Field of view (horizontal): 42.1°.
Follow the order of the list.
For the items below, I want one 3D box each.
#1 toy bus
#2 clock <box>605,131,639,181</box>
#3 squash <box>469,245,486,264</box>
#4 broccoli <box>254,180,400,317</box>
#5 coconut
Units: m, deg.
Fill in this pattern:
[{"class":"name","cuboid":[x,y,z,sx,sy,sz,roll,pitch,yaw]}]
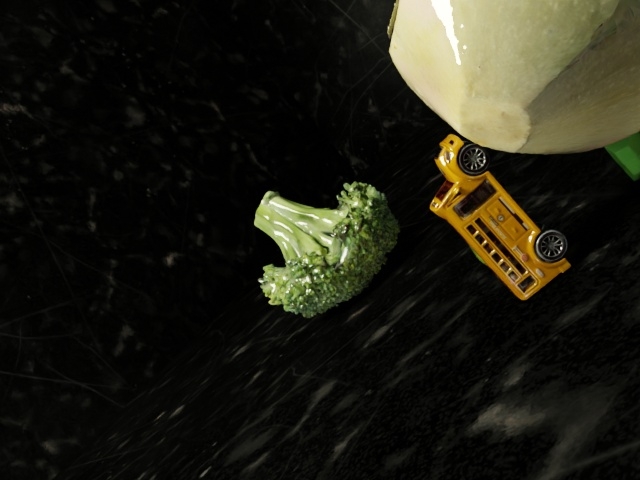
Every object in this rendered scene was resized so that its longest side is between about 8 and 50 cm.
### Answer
[{"class":"toy bus","cuboid":[0.190,-0.028,0.941,0.088,0.194,0.083,-42,5,6]},{"class":"clock","cuboid":[0.459,-0.187,0.956,0.220,0.106,0.255,-34,13,47]},{"class":"squash","cuboid":[0.234,-0.008,1.147,0.066,0.066,0.229,-38,6,11]},{"class":"broccoli","cuboid":[0.009,0.018,1.580,0.260,0.235,0.288,4,19,27]},{"class":"coconut","cuboid":[0.238,-0.238,0.868,0.352,0.352,0.352,-39,6,5]}]
